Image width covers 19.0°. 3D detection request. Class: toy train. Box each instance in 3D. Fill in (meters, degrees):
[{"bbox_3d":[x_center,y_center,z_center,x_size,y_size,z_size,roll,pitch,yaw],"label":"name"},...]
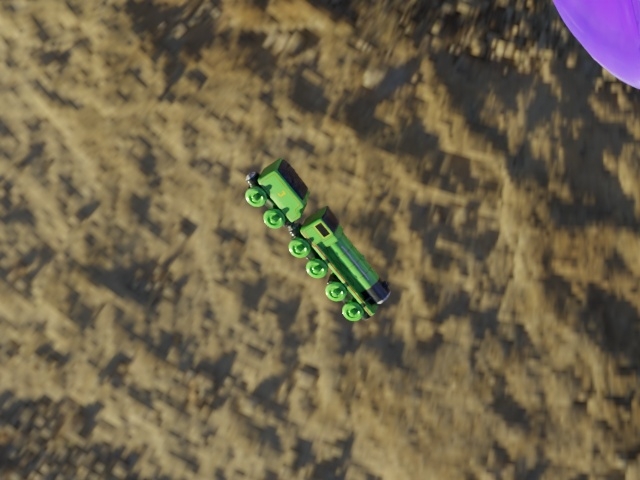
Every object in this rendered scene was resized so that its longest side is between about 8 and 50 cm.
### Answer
[{"bbox_3d":[0.000,0.000,0.811,0.023,0.017,0.083,-32,109,26],"label":"toy train"}]

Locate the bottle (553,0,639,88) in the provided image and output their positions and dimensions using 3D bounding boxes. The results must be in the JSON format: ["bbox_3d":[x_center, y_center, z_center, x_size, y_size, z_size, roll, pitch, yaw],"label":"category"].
[{"bbox_3d":[0.227,-0.125,0.692,0.282,0.118,0.092,-13,121,-14],"label":"bottle"}]
